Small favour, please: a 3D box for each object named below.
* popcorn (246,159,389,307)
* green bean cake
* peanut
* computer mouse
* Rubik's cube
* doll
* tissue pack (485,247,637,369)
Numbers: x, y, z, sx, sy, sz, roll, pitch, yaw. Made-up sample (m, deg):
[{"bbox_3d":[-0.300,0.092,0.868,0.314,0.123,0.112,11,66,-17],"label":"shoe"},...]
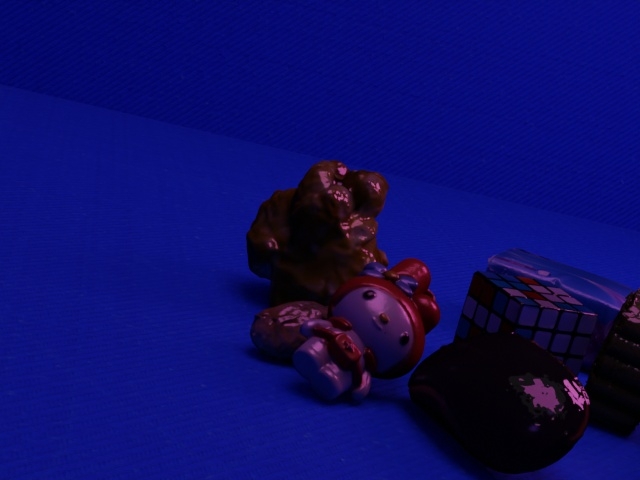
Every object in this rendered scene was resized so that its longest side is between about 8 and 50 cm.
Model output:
[{"bbox_3d":[0.003,-0.005,2.181,0.276,0.276,0.225,20,19,22],"label":"popcorn"},{"bbox_3d":[0.490,0.187,2.040,0.113,0.200,0.214,27,12,13],"label":"green bean cake"},{"bbox_3d":[-0.011,0.137,1.945,0.214,0.099,0.099,11,12,-46],"label":"peanut"},{"bbox_3d":[0.235,0.199,1.760,0.183,0.116,0.323,-25,23,-14],"label":"computer mouse"},{"bbox_3d":[0.324,0.151,2.096,0.154,0.155,0.151,8,15,-27],"label":"Rubik's cube"},{"bbox_3d":[0.080,0.123,1.873,0.161,0.130,0.290,49,49,9],"label":"doll"},{"bbox_3d":[0.430,0.122,2.361,0.263,0.146,0.198,19,13,20],"label":"tissue pack"}]
